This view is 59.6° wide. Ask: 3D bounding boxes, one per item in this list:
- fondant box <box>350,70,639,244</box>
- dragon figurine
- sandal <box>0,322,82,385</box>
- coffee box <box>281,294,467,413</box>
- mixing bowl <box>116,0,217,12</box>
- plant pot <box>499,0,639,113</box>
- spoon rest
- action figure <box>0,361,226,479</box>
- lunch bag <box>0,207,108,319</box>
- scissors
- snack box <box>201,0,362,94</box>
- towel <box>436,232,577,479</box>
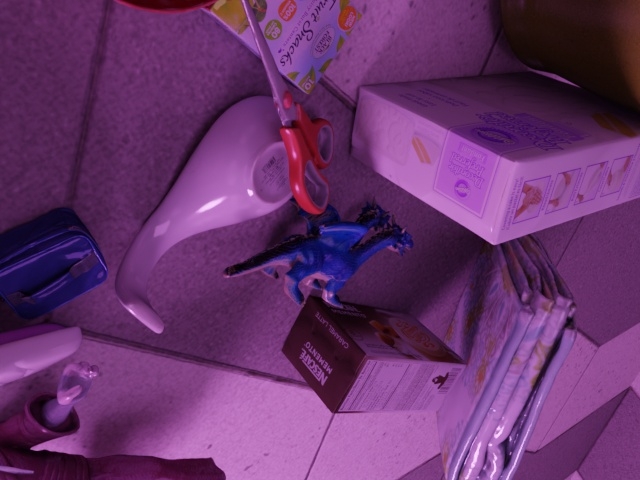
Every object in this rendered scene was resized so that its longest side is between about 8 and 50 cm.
[{"bbox_3d":[0.239,-0.123,0.685,0.330,0.238,0.096,-16,128,-31],"label":"fondant box"},{"bbox_3d":[0.000,0.000,0.684,0.289,0.085,0.144,15,107,-47],"label":"dragon figurine"},{"bbox_3d":[-0.401,0.109,0.417,0.416,0.169,0.102,-15,86,-31],"label":"sandal"},{"bbox_3d":[0.084,0.173,0.832,0.246,0.141,0.098,16,107,-43],"label":"coffee box"},{"bbox_3d":[-0.128,-0.263,0.394,0.181,0.098,0.181,-20,128,-28],"label":"mixing bowl"},{"bbox_3d":[0.408,-0.288,0.612,0.366,0.353,0.366,-16,119,-31],"label":"plant pot"},{"bbox_3d":[-0.112,-0.038,0.589,0.276,0.084,0.137,-51,140,-19],"label":"spoon rest"},{"bbox_3d":[-0.288,0.274,0.614,0.370,0.276,0.248,36,62,-29],"label":"action figure"},{"bbox_3d":[-0.252,0.024,0.511,0.098,0.065,0.067,-32,134,-19],"label":"lunch bag"},{"bbox_3d":[-0.030,-0.112,0.526,0.297,0.021,0.109,47,53,-69],"label":"scissors"},{"bbox_3d":[-0.035,-0.223,0.540,0.141,0.037,0.100,30,98,-47],"label":"snack box"},{"bbox_3d":[0.275,0.184,0.892,0.090,0.320,0.374,17,113,2],"label":"towel"}]
